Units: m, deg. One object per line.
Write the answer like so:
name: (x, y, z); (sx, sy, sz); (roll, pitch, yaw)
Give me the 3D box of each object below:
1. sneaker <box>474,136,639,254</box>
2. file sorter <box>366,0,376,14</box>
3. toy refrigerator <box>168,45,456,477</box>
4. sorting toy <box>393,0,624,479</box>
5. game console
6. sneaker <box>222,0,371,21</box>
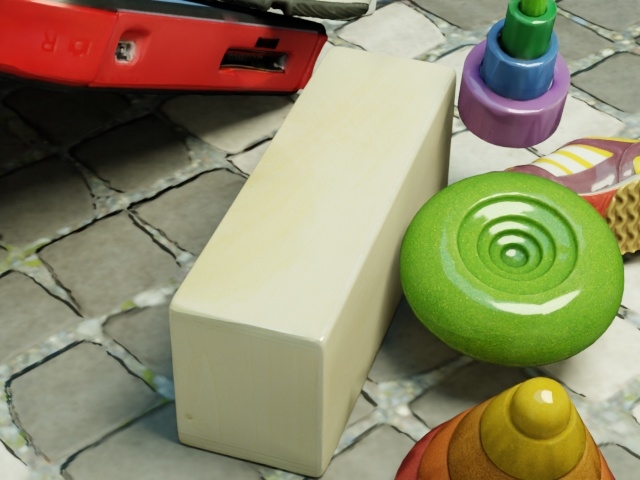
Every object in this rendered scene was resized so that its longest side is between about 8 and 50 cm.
sneaker: (0.151, -0.025, 0.913); (0.185, 0.069, 0.084); (-6, 23, -9)
file sorter: (0.049, -0.348, 1.212); (0.173, 0.193, 0.278); (-13, 40, -22)
toy refrigerator: (0.000, 0.000, 0.841); (0.094, 0.102, 0.269); (12, 41, 14)
sorting toy: (0.107, 0.004, 0.753); (0.127, 0.126, 0.365); (5, 55, 1)
game console: (-0.207, -0.166, 0.946); (0.342, 0.060, 0.386); (20, 12, 22)
sneaker: (-0.154, -0.318, 0.980); (0.447, 0.257, 0.169); (15, 10, 12)
